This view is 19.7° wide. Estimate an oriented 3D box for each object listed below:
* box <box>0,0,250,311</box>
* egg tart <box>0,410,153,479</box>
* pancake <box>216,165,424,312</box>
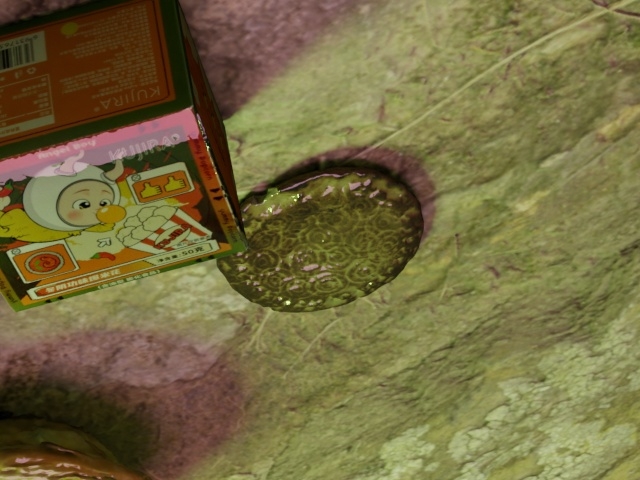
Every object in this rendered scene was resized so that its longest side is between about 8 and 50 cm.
[{"bbox_3d":[-0.174,-0.066,1.405,0.195,0.148,0.177,-15,140,2],"label":"box"},{"bbox_3d":[-0.297,0.264,1.803,0.315,0.120,0.315,-6,141,-5],"label":"egg tart"},{"bbox_3d":[0.000,0.001,1.639,0.199,0.021,0.199,-8,142,-6],"label":"pancake"}]
